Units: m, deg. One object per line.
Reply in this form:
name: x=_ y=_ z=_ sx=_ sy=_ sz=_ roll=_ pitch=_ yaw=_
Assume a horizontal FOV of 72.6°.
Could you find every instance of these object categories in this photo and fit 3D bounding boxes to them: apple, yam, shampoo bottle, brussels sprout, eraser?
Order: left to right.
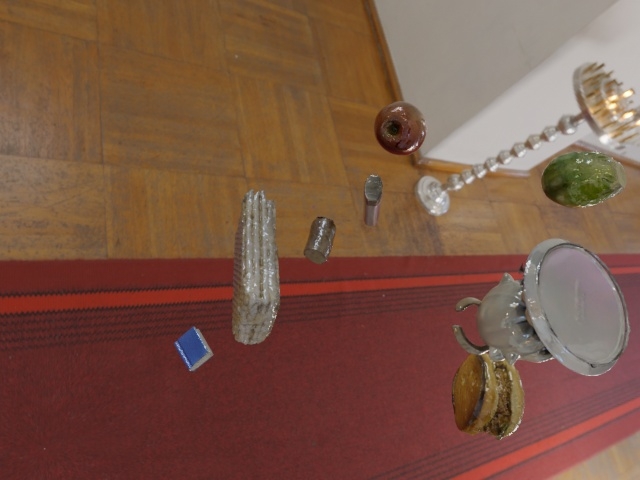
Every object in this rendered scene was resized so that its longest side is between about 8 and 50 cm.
eraser: x=-0.298 y=0.254 z=1.020 sx=0.063 sy=0.027 sz=0.085 roll=-40 pitch=57 yaw=-6
yam: x=-0.002 y=0.001 z=1.262 sx=0.084 sy=0.084 sz=0.127 roll=32 pitch=52 yaw=-16
shampoo bottle: x=0.160 y=-0.117 z=1.347 sx=0.055 sy=0.227 sz=0.086 roll=5 pitch=75 yaw=6
apple: x=0.268 y=-0.373 z=1.466 sx=0.181 sy=0.181 sz=0.168 roll=52 pitch=30 yaw=-1
brussels sprout: x=0.553 y=-0.133 z=0.928 sx=0.155 sy=0.155 sz=0.118 roll=-30 pitch=104 yaw=-38

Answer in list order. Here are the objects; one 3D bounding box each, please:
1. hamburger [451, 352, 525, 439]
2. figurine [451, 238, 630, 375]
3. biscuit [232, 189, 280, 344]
hamburger: x=0.369 y=0.345 z=0.972 sx=0.117 sy=0.191 sz=0.182 roll=18 pitch=66 yaw=-1
figurine: x=0.209 y=0.079 z=0.460 sx=0.132 sy=0.153 sz=0.133 roll=9 pitch=67 yaw=-22
biscuit: x=-0.101 y=0.035 z=0.684 sx=0.061 sy=0.108 sz=0.239 roll=7 pitch=43 yaw=-16
